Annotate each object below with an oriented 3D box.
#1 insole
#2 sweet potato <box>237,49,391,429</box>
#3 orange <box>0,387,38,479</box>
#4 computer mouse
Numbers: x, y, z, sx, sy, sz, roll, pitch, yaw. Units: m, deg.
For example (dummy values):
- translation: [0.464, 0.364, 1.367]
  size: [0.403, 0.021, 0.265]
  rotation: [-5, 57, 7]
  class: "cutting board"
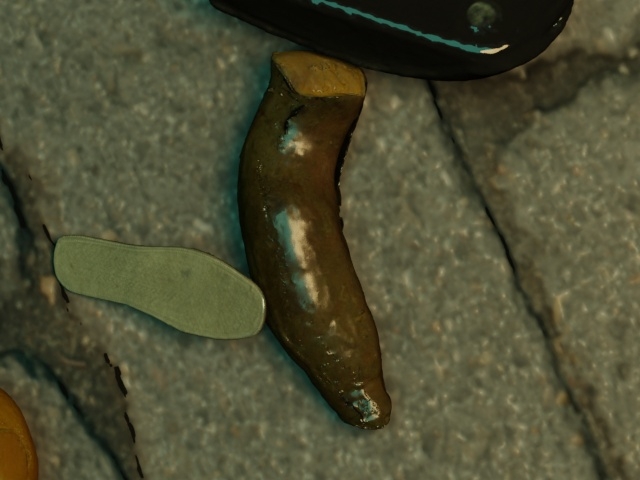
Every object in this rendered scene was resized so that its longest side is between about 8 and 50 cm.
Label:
- translation: [-0.122, 0.031, 1.251]
  size: [0.192, 0.010, 0.063]
  rotation: [12, 100, 27]
  class: "insole"
- translation: [-0.002, 0.000, 1.230]
  size: [0.112, 0.085, 0.286]
  rotation: [-12, 84, 19]
  class: "sweet potato"
- translation: [-0.286, 0.170, 1.236]
  size: [0.154, 0.134, 0.155]
  rotation: [-1, 88, 15]
  class: "orange"
- translation: [0.056, -0.206, 1.230]
  size: [0.269, 0.100, 0.170]
  rotation: [20, 72, 8]
  class: "computer mouse"
